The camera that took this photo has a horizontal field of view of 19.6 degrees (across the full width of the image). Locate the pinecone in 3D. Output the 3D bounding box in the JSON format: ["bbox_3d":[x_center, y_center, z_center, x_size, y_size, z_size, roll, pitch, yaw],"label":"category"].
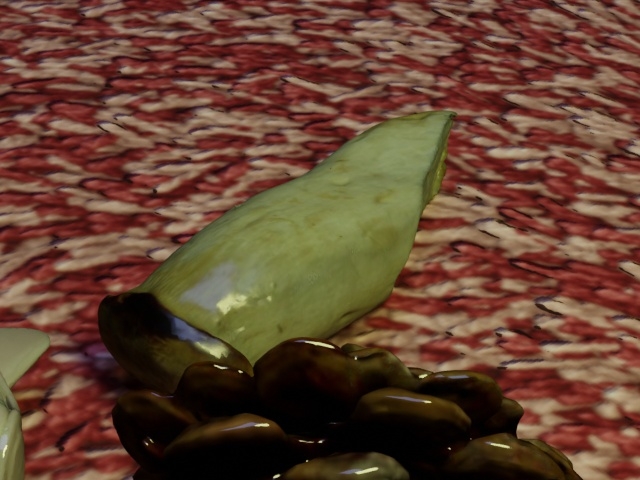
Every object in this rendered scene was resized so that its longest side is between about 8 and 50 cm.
[{"bbox_3d":[0.011,0.166,0.733,0.224,0.224,0.272,2,57,-4],"label":"pinecone"}]

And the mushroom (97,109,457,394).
[{"bbox_3d":[0.003,0.002,1.101,0.107,0.087,0.333,24,35,28],"label":"mushroom"}]

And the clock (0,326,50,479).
[{"bbox_3d":[-0.282,0.089,0.901,0.265,0.108,0.324,19,35,22],"label":"clock"}]
